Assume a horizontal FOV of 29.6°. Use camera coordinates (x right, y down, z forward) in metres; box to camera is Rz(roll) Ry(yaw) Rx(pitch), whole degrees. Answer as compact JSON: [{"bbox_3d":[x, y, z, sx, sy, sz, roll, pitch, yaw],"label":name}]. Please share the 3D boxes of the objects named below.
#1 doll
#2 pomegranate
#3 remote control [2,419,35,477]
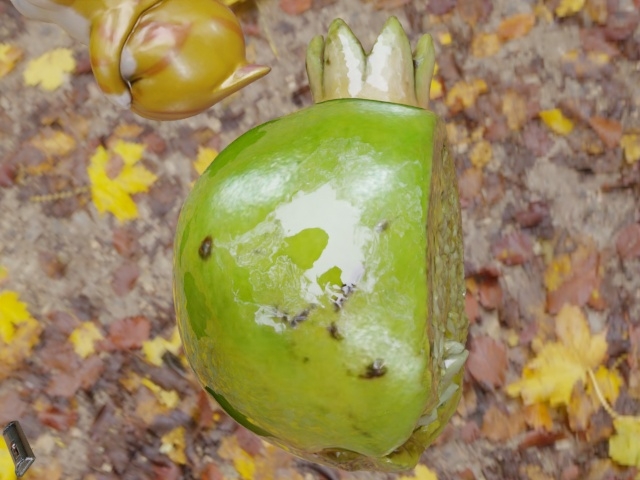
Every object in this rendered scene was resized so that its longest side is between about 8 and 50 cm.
[{"bbox_3d":[-0.193,-0.229,1.204,0.162,0.167,0.269,-41,104,-10],"label":"doll"},{"bbox_3d":[0.000,0.000,0.932,0.216,0.310,0.358,-6,68,13],"label":"pomegranate"},{"bbox_3d":[-0.365,0.247,1.454,0.034,0.016,0.091,-54,35,4],"label":"remote control"}]
